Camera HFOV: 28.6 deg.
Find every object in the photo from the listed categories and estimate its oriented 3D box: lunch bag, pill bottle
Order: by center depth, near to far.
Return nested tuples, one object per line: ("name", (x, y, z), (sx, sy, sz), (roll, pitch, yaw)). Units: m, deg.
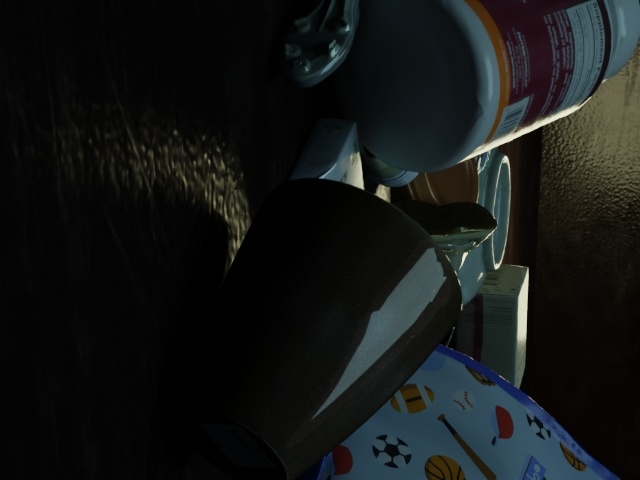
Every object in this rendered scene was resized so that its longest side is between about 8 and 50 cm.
("lunch bag", (0.140, 0.331, 1.517), (0.385, 0.239, 0.328), (43, 49, -18))
("pill bottle", (0.215, -0.237, 1.523), (0.392, 0.224, 0.224), (-26, 122, -45))

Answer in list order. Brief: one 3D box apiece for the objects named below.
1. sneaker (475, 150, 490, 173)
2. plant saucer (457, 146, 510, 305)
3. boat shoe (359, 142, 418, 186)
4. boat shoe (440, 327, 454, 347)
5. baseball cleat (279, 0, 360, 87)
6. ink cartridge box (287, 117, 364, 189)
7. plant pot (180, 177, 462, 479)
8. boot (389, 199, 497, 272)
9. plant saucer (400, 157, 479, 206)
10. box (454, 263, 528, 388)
("sneaker", (0.213, -0.196, 1.987), (0.125, 0.104, 0.262), (-49, 136, -50))
("plant saucer", (0.278, -0.055, 2.267), (0.400, 0.101, 0.400), (4, 90, -75))
("boat shoe", (0.118, -0.220, 1.643), (0.094, 0.109, 0.302), (46, 54, -67))
("boat shoe", (0.119, 0.158, 1.778), (0.305, 0.091, 0.109), (-38, 131, -69))
("baseball cleat", (0.010, -0.212, 1.324), (0.109, 0.072, 0.206), (86, 20, -50))
("ink cartridge box", (0.000, 0.000, 1.387), (0.224, 0.056, 0.181), (-69, 158, -48))
("plant pot", (-0.019, 0.099, 1.124), (0.230, 0.215, 0.215), (-55, 149, -34))
("boot", (0.135, 0.023, 1.792), (0.213, 0.077, 0.165), (-2, 136, -38))
("plant saucer", (0.181, -0.103, 1.872), (0.200, 0.037, 0.200), (19, 65, -48))
("box", (0.339, 0.178, 2.497), (0.148, 0.127, 0.232), (-54, 146, -62))
